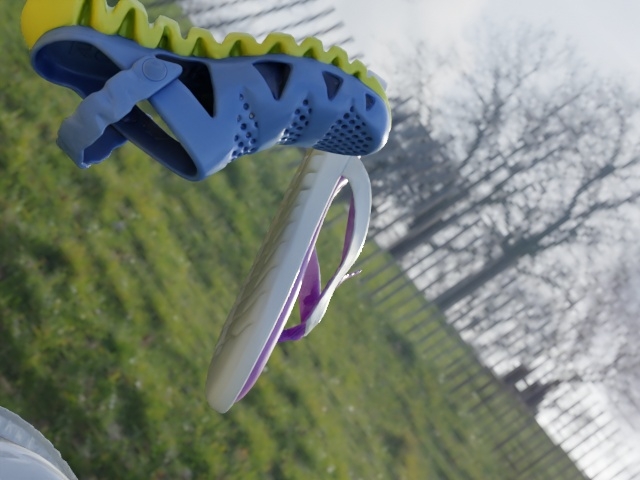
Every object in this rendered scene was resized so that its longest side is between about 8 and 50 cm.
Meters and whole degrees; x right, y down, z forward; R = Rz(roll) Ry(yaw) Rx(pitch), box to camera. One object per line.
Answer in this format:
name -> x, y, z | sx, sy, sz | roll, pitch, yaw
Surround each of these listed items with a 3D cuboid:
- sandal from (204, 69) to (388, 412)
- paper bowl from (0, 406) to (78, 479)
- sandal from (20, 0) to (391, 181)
sandal -> 0.004, -0.006, 1.212 | 0.102, 0.416, 0.169 | 27, -28, -6
paper bowl -> -0.262, 0.248, 0.837 | 0.284, 0.148, 0.284 | 29, 52, -46
sandal -> -0.095, -0.106, 0.998 | 0.126, 0.317, 0.138 | 123, -27, -61
